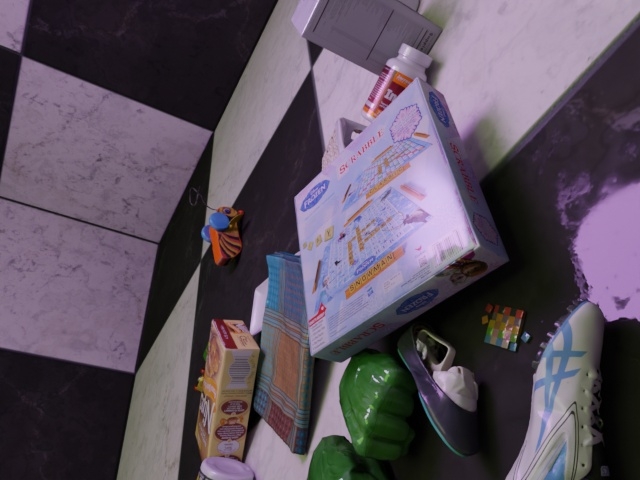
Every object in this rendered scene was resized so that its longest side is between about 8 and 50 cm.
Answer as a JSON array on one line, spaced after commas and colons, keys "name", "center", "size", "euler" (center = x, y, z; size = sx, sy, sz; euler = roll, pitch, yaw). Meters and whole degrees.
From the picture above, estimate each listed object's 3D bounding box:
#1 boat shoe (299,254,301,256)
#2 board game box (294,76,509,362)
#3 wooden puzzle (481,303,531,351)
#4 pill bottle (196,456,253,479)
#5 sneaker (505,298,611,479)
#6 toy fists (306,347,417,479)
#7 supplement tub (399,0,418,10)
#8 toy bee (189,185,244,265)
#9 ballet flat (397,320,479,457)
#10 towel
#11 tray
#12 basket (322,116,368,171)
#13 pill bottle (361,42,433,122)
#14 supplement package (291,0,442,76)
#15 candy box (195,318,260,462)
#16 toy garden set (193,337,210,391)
[{"name": "boat shoe", "center": [0.000, -0.007, 1.090], "size": [0.257, 0.095, 0.095], "euler": [-47, 33, 43]}, {"name": "board game box", "center": [0.088, -0.027, 0.785], "size": [0.319, 0.066, 0.318], "euler": [-40, 43, 36]}, {"name": "wooden puzzle", "center": [0.224, 0.105, 0.635], "size": [0.083, 0.006, 0.049], "euler": [5, 77, 66]}, {"name": "pill bottle", "center": [-0.226, 0.588, 1.116], "size": [0.119, 0.119, 0.208], "euler": [0, 74, 65]}, {"name": "sneaker", "center": [0.235, 0.173, 0.488], "size": [0.086, 0.085, 0.237], "euler": [11, 78, 40]}, {"name": "toy fists", "center": [0.060, 0.297, 0.742], "size": [0.142, 0.096, 0.279], "euler": [-129, 60, -80]}, {"name": "supplement tub", "center": [0.159, -0.514, 1.151], "size": [0.107, 0.071, 0.071], "euler": [5, 77, 65]}, {"name": "toy bee", "center": [-0.324, -0.060, 1.806], "size": [0.195, 0.162, 0.298], "euler": [-20, 79, 51]}, {"name": "ballet flat", "center": [0.154, 0.173, 0.663], "size": [0.074, 0.074, 0.203], "euler": [-62, 23, 20]}, {"name": "towel", "center": [-0.075, 0.210, 1.080], "size": [0.271, 0.040, 0.370], "euler": [-177, 93, -67]}, {"name": "tray", "center": [-0.105, 0.142, 1.291], "size": [0.270, 0.030, 0.145], "euler": [-40, 38, 50]}, {"name": "basket", "center": [0.070, -0.148, 1.012], "size": [0.167, 0.113, 0.103], "euler": [-92, 24, -53]}, {"name": "pill bottle", "center": [0.147, -0.289, 0.992], "size": [0.152, 0.086, 0.086], "euler": [-62, 25, 21]}, {"name": "supplement package", "center": [0.087, -0.424, 1.025], "size": [0.139, 0.244, 0.134], "euler": [-58, 28, 26]}, {"name": "candy box", "center": [-0.228, 0.370, 1.251], "size": [0.183, 0.087, 0.316], "euler": [-148, 67, -66]}, {"name": "toy garden set", "center": [-0.295, 0.379, 1.510], "size": [0.244, 0.049, 0.204], "euler": [26, 94, 65]}]
